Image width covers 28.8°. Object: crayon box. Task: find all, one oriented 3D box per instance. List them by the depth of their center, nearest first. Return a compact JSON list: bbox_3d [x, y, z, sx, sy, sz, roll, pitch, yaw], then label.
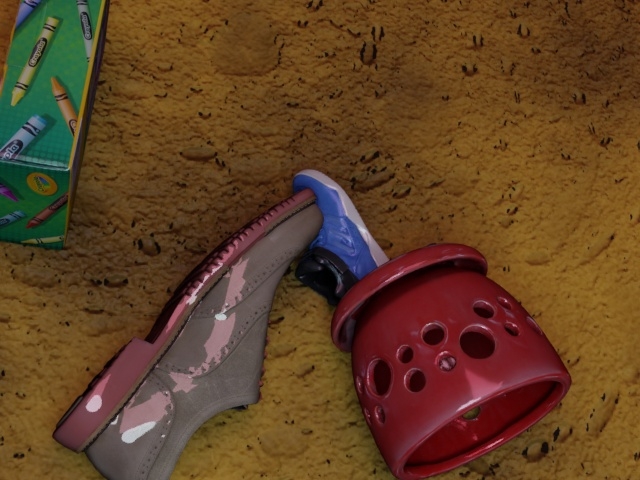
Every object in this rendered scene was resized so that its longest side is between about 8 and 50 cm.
[{"bbox_3d":[-0.266,-0.152,1.235,0.081,0.165,0.278,10,61,-9],"label":"crayon box"}]

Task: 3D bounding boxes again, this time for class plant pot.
[{"bbox_3d":[0.117,0.109,1.186,0.191,0.191,0.174,-16,62,-20],"label":"plant pot"}]

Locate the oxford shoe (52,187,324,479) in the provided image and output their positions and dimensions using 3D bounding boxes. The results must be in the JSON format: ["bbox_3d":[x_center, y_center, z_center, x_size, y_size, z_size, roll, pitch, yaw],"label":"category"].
[{"bbox_3d":[-0.095,0.095,1.191,0.130,0.123,0.348,43,69,-4],"label":"oxford shoe"}]

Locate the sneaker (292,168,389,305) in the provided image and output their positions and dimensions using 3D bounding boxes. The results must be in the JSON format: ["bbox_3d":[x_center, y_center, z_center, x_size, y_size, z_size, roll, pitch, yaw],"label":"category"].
[{"bbox_3d":[0.000,0.000,1.284,0.085,0.058,0.152,-29,80,-34],"label":"sneaker"}]
